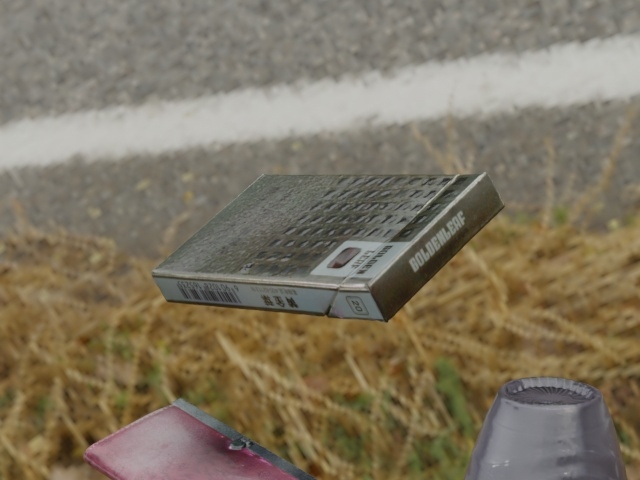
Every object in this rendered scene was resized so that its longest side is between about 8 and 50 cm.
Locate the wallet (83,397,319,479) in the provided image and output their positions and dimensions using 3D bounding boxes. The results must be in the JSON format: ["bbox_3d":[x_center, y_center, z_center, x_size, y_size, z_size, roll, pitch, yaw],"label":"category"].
[{"bbox_3d":[-0.107,0.212,1.579,0.119,0.025,0.232,-27,32,-31],"label":"wallet"}]

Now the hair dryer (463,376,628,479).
[{"bbox_3d":[0.271,0.243,1.205,0.361,0.301,0.121,-2,12,-8],"label":"hair dryer"}]

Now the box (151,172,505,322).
[{"bbox_3d":[0.000,0.001,1.655,0.325,0.047,0.180,3,37,49],"label":"box"}]
